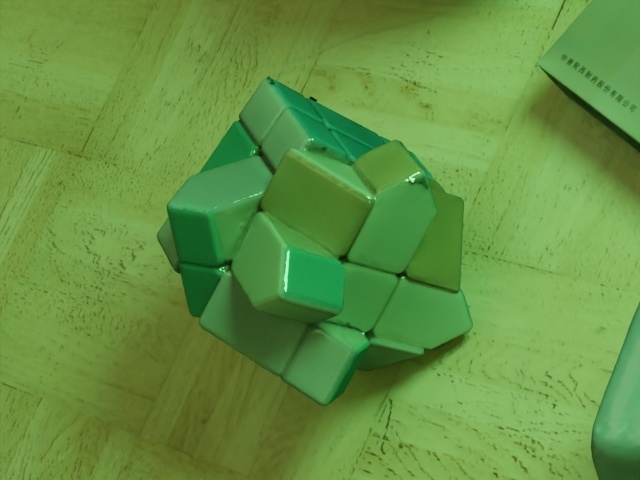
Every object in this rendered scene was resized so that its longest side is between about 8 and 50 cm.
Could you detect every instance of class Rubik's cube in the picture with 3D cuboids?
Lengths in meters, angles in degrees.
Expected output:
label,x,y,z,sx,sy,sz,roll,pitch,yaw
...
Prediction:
label,x,y,z,sx,sy,sz,roll,pitch,yaw
Rubik's cube,0.000,0.000,1.641,0.224,0.265,0.213,-55,34,17

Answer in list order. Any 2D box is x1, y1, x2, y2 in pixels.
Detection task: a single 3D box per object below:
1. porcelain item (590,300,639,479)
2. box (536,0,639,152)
label,x,y,z,sx,sy,sz,roll,pitch,yaw
porcelain item,0.391,0.146,1.311,0.405,0.178,0.243,14,75,41
box,0.320,-0.138,1.606,0.175,0.062,0.260,-49,46,4
